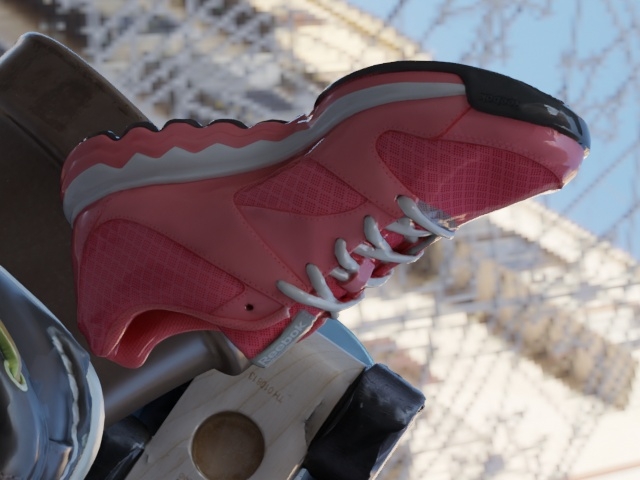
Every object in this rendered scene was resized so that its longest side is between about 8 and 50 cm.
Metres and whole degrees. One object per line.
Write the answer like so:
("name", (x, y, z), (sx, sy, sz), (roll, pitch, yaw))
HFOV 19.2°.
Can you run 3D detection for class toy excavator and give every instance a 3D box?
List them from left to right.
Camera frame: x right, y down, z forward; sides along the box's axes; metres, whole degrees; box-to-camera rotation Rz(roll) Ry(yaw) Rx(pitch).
("toy excavator", (-0.112, 0.257, 1.609), (0.222, 0.433, 0.445), (33, -10, 7))

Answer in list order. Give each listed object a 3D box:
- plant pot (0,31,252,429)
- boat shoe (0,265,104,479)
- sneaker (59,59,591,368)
("plant pot", (-0.184, 0.034, 1.227), (0.263, 0.229, 0.263), (45, -13, 13))
("boat shoe", (-0.151, -0.012, 0.444), (0.228, 0.068, 0.081), (34, -93, 5))
("sneaker", (0.000, 0.000, 1.012), (0.314, 0.116, 0.136), (-11, -114, 27))
